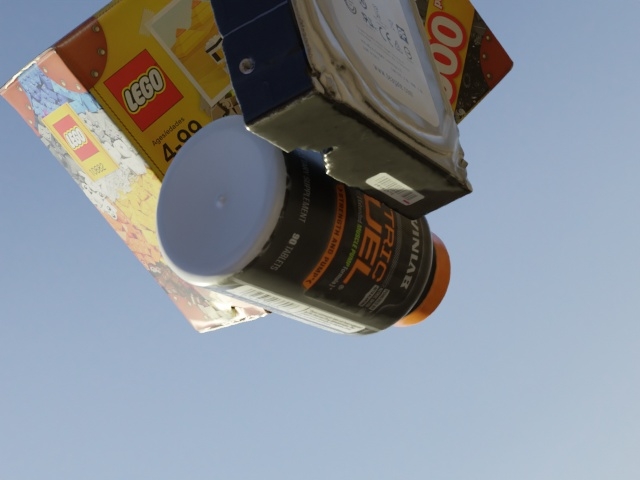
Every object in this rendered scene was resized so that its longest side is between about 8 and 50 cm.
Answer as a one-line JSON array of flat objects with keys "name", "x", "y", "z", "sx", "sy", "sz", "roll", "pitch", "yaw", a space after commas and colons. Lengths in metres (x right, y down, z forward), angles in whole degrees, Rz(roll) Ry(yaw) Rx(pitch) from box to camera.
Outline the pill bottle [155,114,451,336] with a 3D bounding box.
[{"name": "pill bottle", "x": 0.000, "y": 0.000, "z": 1.068, "sx": 0.246, "sy": 0.130, "sz": 0.130, "roll": 22, "pitch": -78, "yaw": -48}]

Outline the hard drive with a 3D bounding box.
[{"name": "hard drive", "x": -0.007, "y": -0.199, "z": 0.968, "sx": 0.064, "sy": 0.338, "sz": 0.237, "roll": -27, "pitch": -26, "yaw": 22}]

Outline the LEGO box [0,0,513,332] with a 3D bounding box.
[{"name": "LEGO box", "x": -0.060, "y": -0.194, "z": 1.645, "sx": 0.500, "sy": 0.372, "sz": 0.193, "roll": -46, "pitch": 15, "yaw": -30}]
